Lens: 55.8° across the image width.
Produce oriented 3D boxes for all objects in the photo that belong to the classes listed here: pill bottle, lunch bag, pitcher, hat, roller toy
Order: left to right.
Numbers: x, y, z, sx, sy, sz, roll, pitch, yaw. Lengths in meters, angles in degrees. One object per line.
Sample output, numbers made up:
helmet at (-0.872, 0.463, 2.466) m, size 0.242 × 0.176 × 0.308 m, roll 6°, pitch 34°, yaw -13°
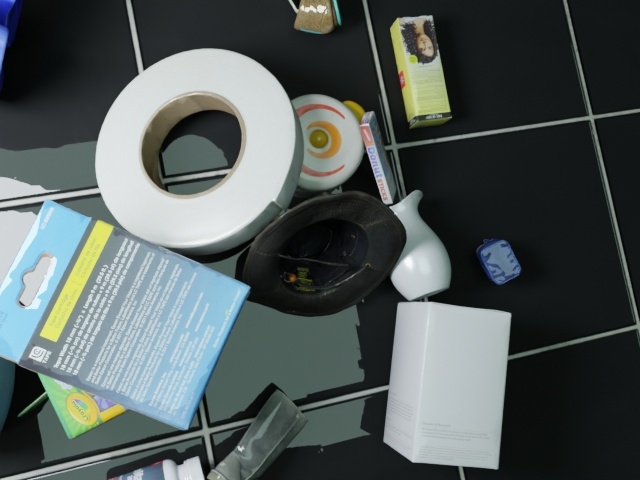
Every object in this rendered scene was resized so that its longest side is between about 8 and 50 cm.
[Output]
pill bottle at (-0.297, 0.460, 1.093) m, size 0.180 × 0.108 × 0.107 m, roll -16°, pitch 88°, yaw -14°
roller toy at (-0.013, -0.185, 1.202) m, size 0.209 × 0.146 × 0.191 m, roll 2°, pitch 84°, yaw -12°
hat at (0.000, 0.000, 1.163) m, size 0.332 × 0.331 × 0.134 m, roll -3°, pitch 46°, yaw -12°
pitcher at (0.163, 0.023, 1.242) m, size 0.178 × 0.125 × 0.207 m, roll -20°, pitch 77°, yaw 3°
lunch bag at (0.380, 0.041, 1.306) m, size 0.067 × 0.065 × 0.098 m, roll -26°, pitch 91°, yaw 2°

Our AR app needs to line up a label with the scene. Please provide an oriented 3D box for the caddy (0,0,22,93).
caddy at (-0.613, -0.367, 1.009) m, size 0.179 × 0.341 × 0.241 m, roll 14°, pitch 80°, yaw -28°

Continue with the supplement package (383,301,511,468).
supplement package at (0.247, 0.275, 1.194) m, size 0.175 × 0.177 × 0.292 m, roll 8°, pitch 83°, yaw -11°

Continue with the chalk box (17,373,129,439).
chalk box at (-0.387, 0.217, 1.063) m, size 0.289 × 0.180 × 0.179 m, roll -24°, pitch 89°, yaw -15°

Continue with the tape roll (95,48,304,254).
tape roll at (-0.223, -0.164, 1.114) m, size 0.392 × 0.072 × 0.391 m, roll -3°, pitch 75°, yaw 12°

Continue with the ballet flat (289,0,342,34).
ballet flat at (-0.039, -0.599, 1.274) m, size 0.124 × 0.116 × 0.342 m, roll -9°, pitch 90°, yaw 6°

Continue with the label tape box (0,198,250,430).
label tape box at (-0.311, 0.116, 0.945) m, size 0.334 × 0.106 × 0.240 m, roll 25°, pitch 80°, yaw -8°

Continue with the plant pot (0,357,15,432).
plant pot at (-0.629, 0.190, 0.989) m, size 0.290 × 0.290 × 0.195 m, roll 19°, pitch 45°, yaw -10°

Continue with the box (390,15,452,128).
box at (0.217, -0.367, 1.317) m, size 0.087 × 0.058 × 0.232 m, roll -10°, pitch 87°, yaw -13°

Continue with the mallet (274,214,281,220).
mallet at (-0.096, -0.037, 1.229) m, size 0.190 × 0.039 × 0.062 m, roll 17°, pitch 80°, yaw -14°

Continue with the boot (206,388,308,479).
boot at (-0.100, 0.420, 1.161) m, size 0.208 × 0.076 × 0.189 m, roll -49°, pitch 127°, yaw -32°

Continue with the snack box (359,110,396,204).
snack box at (0.117, -0.163, 1.205) m, size 0.022 × 0.064 × 0.178 m, roll -8°, pitch 121°, yaw 22°
